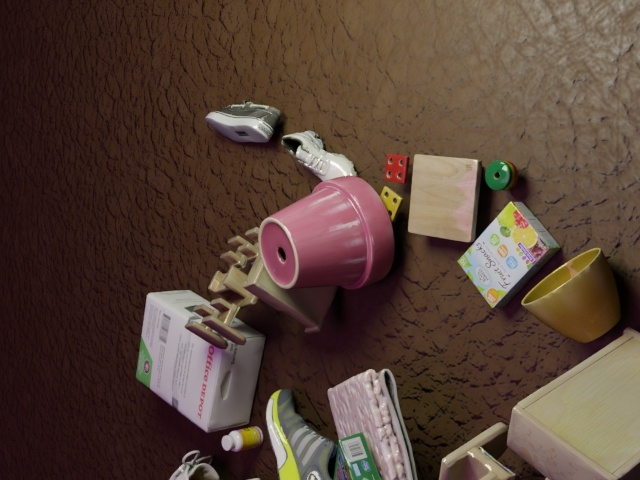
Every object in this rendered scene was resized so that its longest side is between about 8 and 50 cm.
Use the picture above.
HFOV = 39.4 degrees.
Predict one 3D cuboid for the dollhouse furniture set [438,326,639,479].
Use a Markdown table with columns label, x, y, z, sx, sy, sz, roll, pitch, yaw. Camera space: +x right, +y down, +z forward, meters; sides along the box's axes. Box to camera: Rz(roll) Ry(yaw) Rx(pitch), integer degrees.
| label | x | y | z | sx | sy | sz | roll | pitch | yaw |
| --- | --- | --- | --- | --- | --- | --- | --- | --- | --- |
| dollhouse furniture set | 0.381 | 0.359 | 1.233 | 0.362 | 0.256 | 0.394 | 35 | 137 | 41 |

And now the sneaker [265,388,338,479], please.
| label | x | y | z | sx | sy | sz | roll | pitch | yaw |
| --- | --- | --- | --- | --- | --- | --- | --- | --- | --- |
| sneaker | -0.025 | 0.398 | 1.688 | 0.300 | 0.121 | 0.111 | -109 | 3 | -47 |

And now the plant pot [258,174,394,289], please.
| label | x | y | z | sx | sy | sz | roll | pitch | yaw |
| --- | --- | --- | --- | --- | --- | --- | --- | --- | --- |
| plant pot | 0.000 | 0.000 | 1.566 | 0.201 | 0.180 | 0.201 | 32 | 129 | 49 |

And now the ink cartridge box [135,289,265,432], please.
| label | x | y | z | sx | sy | sz | roll | pitch | yaw |
| --- | --- | --- | --- | --- | --- | --- | --- | --- | --- |
| ink cartridge box | -0.264 | 0.254 | 1.933 | 0.289 | 0.121 | 0.211 | 25 | 109 | 44 |

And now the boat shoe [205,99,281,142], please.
| label | x | y | z | sx | sy | sz | roll | pitch | yaw |
| --- | --- | --- | --- | --- | --- | --- | --- | --- | --- |
| boat shoe | -0.156 | -0.249 | 1.847 | 0.219 | 0.078 | 0.070 | 16 | 68 | 49 |

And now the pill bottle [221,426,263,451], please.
| label | x | y | z | sx | sy | sz | roll | pitch | yaw |
| --- | --- | --- | --- | --- | --- | --- | --- | --- | --- |
| pill bottle | -0.163 | 0.414 | 1.858 | 0.043 | 0.083 | 0.043 | 2 | 93 | 46 |

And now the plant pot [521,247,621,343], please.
| label | x | y | z | sx | sy | sz | roll | pitch | yaw |
| --- | --- | --- | --- | --- | --- | --- | --- | --- | --- |
| plant pot | 0.368 | 0.088 | 1.266 | 0.095 | 0.134 | 0.134 | 53 | 131 | 0 |

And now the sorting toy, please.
| label | x | y | z | sx | sy | sz | roll | pitch | yaw |
| --- | --- | --- | --- | --- | --- | --- | --- | --- | --- |
| sorting toy | 0.206 | -0.072 | 1.476 | 0.274 | 0.046 | 0.132 | 11 | 99 | 46 |

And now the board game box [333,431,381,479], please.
| label | x | y | z | sx | sy | sz | roll | pitch | yaw |
| --- | --- | --- | --- | --- | --- | --- | --- | --- | --- |
| board game box | 0.092 | 0.492 | 1.405 | 0.213 | 0.046 | 0.317 | 95 | 158 | -52 |

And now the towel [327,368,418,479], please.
| label | x | y | z | sx | sy | sz | roll | pitch | yaw |
| --- | --- | --- | --- | --- | --- | --- | --- | --- | --- |
| towel | 0.099 | 0.391 | 1.508 | 0.317 | 0.053 | 0.332 | 125 | 133 | -70 |

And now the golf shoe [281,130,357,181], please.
| label | x | y | z | sx | sy | sz | roll | pitch | yaw |
| --- | --- | --- | --- | --- | --- | --- | --- | --- | --- |
| golf shoe | -0.008 | -0.145 | 1.675 | 0.176 | 0.086 | 0.069 | 40 | 117 | 36 |

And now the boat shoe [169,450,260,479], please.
| label | x | y | z | sx | sy | sz | roll | pitch | yaw |
| --- | --- | --- | --- | --- | --- | --- | --- | --- | --- |
| boat shoe | -0.262 | 0.529 | 1.933 | 0.367 | 0.136 | 0.156 | -7 | 86 | 44 |

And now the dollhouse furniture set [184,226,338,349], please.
| label | x | y | z | sx | sy | sz | roll | pitch | yaw |
| --- | --- | --- | --- | --- | --- | --- | --- | --- | --- |
| dollhouse furniture set | -0.107 | 0.105 | 1.728 | 0.242 | 0.161 | 0.212 | -20 | 40 | 54 |

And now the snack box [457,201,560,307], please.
| label | x | y | z | sx | sy | sz | roll | pitch | yaw |
| --- | --- | --- | --- | --- | --- | --- | --- | --- | --- |
| snack box | 0.291 | 0.023 | 1.394 | 0.141 | 0.037 | 0.100 | -53 | 55 | 33 |
